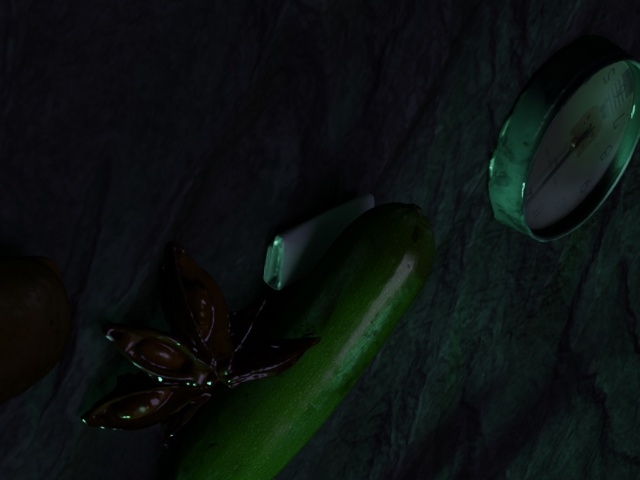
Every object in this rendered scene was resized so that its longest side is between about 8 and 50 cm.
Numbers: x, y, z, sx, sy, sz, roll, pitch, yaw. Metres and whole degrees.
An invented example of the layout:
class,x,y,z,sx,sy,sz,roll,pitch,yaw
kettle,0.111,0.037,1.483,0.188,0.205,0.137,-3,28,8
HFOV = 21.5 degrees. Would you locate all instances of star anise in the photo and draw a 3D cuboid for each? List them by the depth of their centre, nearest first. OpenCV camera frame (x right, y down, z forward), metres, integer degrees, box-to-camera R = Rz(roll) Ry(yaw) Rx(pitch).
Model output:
class,x,y,z,sx,sy,sz,roll,pitch,yaw
star anise,-0.113,0.086,1.407,0.212,0.053,0.157,-30,120,-8

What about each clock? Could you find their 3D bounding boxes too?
class,x,y,z,sx,sy,sz,roll,pitch,yaw
clock,0.266,-0.105,1.782,0.226,0.049,0.226,-34,141,-34

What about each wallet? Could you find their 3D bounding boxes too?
class,x,y,z,sx,sy,sz,roll,pitch,yaw
wallet,0.000,0.000,1.535,0.122,0.025,0.061,-25,139,-40

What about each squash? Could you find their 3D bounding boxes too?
class,x,y,z,sx,sy,sz,roll,pitch,yaw
squash,-0.023,0.121,1.522,0.379,0.101,0.101,-51,149,7

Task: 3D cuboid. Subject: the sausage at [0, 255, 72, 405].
class,x,y,z,sx,sy,sz,roll,pitch,yaw
sausage,-0.347,0.094,1.064,0.501,0.123,0.136,-8,95,-51
